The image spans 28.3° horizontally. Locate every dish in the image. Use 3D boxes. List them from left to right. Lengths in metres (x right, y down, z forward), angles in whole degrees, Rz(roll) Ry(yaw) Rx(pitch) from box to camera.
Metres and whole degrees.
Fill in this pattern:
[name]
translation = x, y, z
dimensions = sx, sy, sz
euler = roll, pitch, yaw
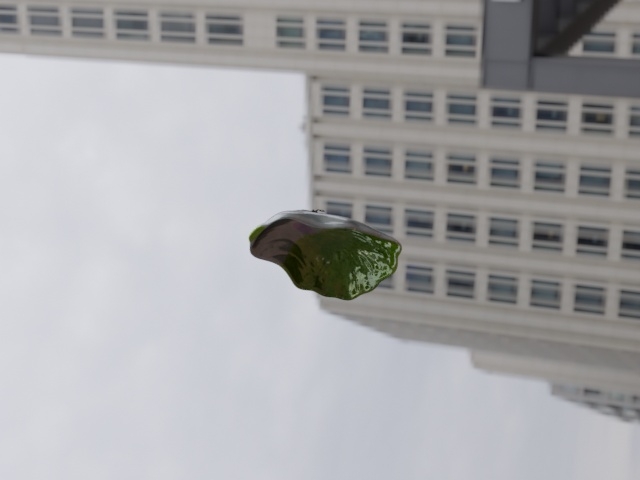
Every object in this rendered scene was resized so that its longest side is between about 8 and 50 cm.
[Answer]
[dish]
translation = 0.000, 0.000, 1.082
dimensions = 0.137, 0.091, 0.039
euler = 21, -137, -28
